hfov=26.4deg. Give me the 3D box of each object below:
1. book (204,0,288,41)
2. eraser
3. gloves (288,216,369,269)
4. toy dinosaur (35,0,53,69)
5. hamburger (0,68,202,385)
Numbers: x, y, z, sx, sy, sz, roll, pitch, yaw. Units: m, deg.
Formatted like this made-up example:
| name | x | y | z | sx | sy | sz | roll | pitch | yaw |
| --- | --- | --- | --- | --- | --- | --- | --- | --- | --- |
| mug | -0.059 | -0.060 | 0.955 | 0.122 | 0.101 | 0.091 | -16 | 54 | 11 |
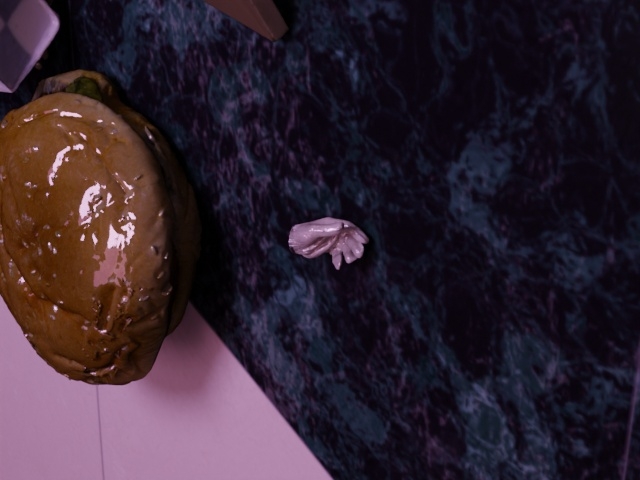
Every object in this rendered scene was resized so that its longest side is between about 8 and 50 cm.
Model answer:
| name | x | y | z | sx | sy | sz | roll | pitch | yaw |
| --- | --- | --- | --- | --- | --- | --- | --- | --- | --- |
| book | -0.170 | -0.284 | 1.084 | 0.310 | 0.021 | 0.217 | 35 | 169 | 34 |
| eraser | -0.444 | -0.231 | 1.369 | 0.404 | 0.098 | 0.096 | 12 | 152 | 34 |
| gloves | 0.002 | -0.002 | 1.102 | 0.081 | 0.037 | 0.044 | 17 | 158 | 27 |
| toy dinosaur | -0.290 | -0.212 | 1.358 | 0.060 | 0.029 | 0.119 | 62 | 141 | 24 |
| hamburger | -0.230 | -0.006 | 1.299 | 0.285 | 0.134 | 0.265 | 45 | 139 | 23 |
